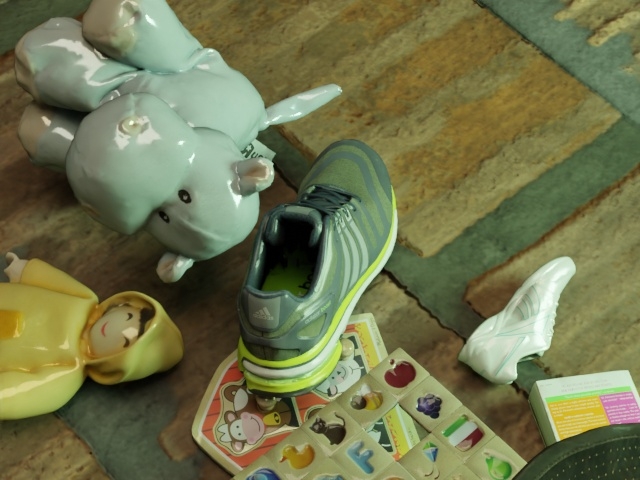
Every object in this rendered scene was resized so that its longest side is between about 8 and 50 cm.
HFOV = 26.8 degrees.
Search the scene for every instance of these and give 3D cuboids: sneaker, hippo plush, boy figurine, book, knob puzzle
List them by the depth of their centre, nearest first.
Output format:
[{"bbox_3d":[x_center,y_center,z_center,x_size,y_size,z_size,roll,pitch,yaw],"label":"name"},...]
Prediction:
[{"bbox_3d":[0.254,0.187,1.190,0.096,0.035,0.144,-8,55,-12],"label":"book"},{"bbox_3d":[-0.268,0.088,1.207,0.285,0.092,0.177,7,51,7],"label":"boy figurine"},{"bbox_3d":[-0.020,0.150,1.207,0.213,0.030,0.213,1,54,-1],"label":"knob puzzle"},{"bbox_3d":[-0.150,-0.065,1.229,0.294,0.234,0.236,28,33,-30],"label":"hippo plush"},{"bbox_3d":[0.000,0.000,1.243,0.111,0.121,0.300,7,46,14],"label":"sneaker"},{"bbox_3d":[0.195,0.077,1.260,0.061,0.053,0.152,41,68,14],"label":"sneaker"}]

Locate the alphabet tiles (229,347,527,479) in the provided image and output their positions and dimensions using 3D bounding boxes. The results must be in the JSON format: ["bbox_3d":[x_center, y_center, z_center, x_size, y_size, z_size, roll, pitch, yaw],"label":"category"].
[{"bbox_3d":[0.047,0.218,1.098,0.237,0.009,0.198,-36,60,-22],"label":"alphabet tiles"}]

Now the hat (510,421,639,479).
[{"bbox_3d":[0.235,0.302,0.966,0.331,0.134,0.331,2,73,-6],"label":"hat"}]
